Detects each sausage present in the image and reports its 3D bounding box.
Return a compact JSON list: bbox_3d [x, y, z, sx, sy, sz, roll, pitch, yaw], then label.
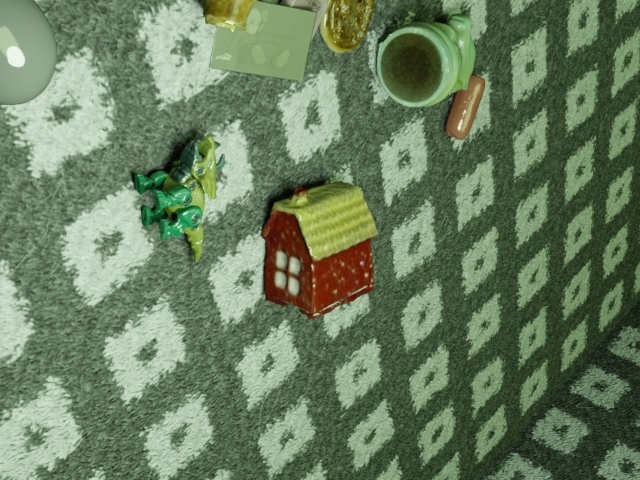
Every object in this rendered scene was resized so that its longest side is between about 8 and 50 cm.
[{"bbox_3d":[0.335,-0.310,2.117,0.062,0.062,0.154,5,106,-51],"label":"sausage"}]

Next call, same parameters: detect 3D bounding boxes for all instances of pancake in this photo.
[{"bbox_3d":[0.055,-0.437,1.746,0.158,0.028,0.158,-30,134,-37],"label":"pancake"}]

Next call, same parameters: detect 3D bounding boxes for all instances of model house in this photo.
[{"bbox_3d":[0.000,0.000,1.826,0.196,0.160,0.253,-23,126,-39],"label":"model house"}]

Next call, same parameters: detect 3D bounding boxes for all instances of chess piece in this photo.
[{"bbox_3d":[0.255,-0.386,1.933,0.298,0.176,0.175,-28,131,-55],"label":"chess piece"}]

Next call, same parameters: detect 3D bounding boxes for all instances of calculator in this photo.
[{"bbox_3d":[-0.047,-0.390,1.650,0.100,0.032,0.175,25,91,-52],"label":"calculator"}]

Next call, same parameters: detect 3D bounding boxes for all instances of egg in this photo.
[{"bbox_3d":[-0.427,-0.265,1.181,0.146,0.146,0.198,-45,132,-23],"label":"egg"}]

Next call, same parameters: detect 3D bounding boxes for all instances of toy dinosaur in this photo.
[{"bbox_3d":[-0.239,-0.055,1.579,0.153,0.094,0.259,-22,135,-36],"label":"toy dinosaur"}]

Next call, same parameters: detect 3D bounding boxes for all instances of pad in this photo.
[{"bbox_3d":[-0.098,-0.351,1.594,0.190,0.004,0.127,2,109,-34],"label":"pad"}]

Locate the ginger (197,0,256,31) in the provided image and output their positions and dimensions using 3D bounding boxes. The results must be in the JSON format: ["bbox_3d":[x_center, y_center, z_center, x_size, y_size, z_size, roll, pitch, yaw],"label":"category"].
[{"bbox_3d":[-0.065,-0.514,1.453,0.375,0.166,0.236,-54,158,-24],"label":"ginger"}]
